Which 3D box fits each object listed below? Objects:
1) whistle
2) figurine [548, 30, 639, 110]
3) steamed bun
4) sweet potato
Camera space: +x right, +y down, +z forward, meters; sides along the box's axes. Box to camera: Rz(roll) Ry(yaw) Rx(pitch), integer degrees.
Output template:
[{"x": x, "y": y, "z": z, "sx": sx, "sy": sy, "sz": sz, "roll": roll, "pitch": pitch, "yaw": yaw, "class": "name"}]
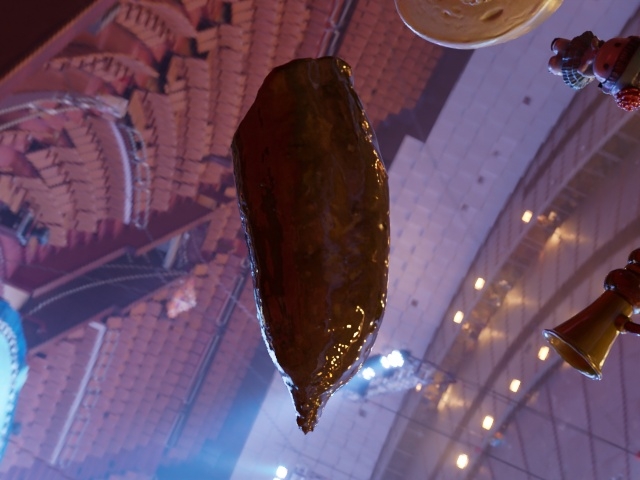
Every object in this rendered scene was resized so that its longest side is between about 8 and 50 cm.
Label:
[{"x": 0.196, "y": 0.037, "z": 0.470, "sx": 0.109, "sy": 0.046, "sz": 0.057, "roll": -45, "pitch": -179, "yaw": 0, "class": "whistle"}, {"x": 0.235, "y": -0.144, "z": 0.628, "sx": 0.060, "sy": 0.047, "sz": 0.106, "roll": -60, "pitch": -146, "yaw": 3, "class": "figurine"}, {"x": 0.251, "y": -0.368, "z": 1.106, "sx": 0.200, "sy": 0.250, "sz": 0.155, "roll": -32, "pitch": 113, "yaw": -57, "class": "steamed bun"}, {"x": 0.000, "y": 0.000, "z": 0.749, "sx": 0.158, "sy": 0.157, "sz": 0.370, "roll": 126, "pitch": -43, "yaw": -71, "class": "sweet potato"}]
